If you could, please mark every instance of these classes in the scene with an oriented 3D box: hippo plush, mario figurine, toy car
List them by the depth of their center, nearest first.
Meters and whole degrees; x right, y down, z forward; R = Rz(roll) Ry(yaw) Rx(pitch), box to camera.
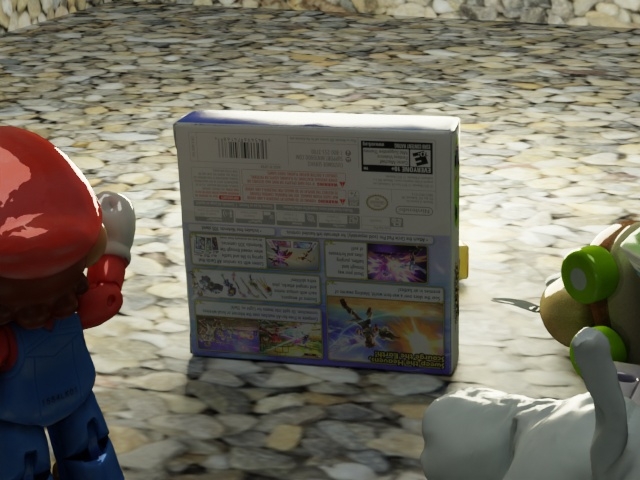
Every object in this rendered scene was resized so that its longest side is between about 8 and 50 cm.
[{"bbox_3d":[0.149,0.216,0.692,0.234,0.236,0.294,25,-15,-6],"label":"hippo plush"},{"bbox_3d":[-0.235,0.066,0.987,0.170,0.320,0.198,1,20,8],"label":"mario figurine"},{"bbox_3d":[0.263,0.050,1.262,0.155,0.148,0.188,-14,12,-31],"label":"toy car"}]

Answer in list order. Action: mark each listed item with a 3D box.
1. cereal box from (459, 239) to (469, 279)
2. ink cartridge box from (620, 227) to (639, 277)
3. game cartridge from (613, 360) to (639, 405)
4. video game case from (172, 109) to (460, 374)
[{"bbox_3d":[0.049,-0.001,1.528,0.173,0.047,0.240,-9,22,-18],"label":"cereal box"},{"bbox_3d":[0.360,0.077,1.141,0.062,0.209,0.109,-38,25,-3],"label":"ink cartridge box"},{"bbox_3d":[0.283,0.200,0.956,0.230,0.068,0.355,11,24,23],"label":"game cartridge"},{"bbox_3d":[0.000,0.000,1.251,0.270,0.244,0.061,3,20,14],"label":"video game case"}]
